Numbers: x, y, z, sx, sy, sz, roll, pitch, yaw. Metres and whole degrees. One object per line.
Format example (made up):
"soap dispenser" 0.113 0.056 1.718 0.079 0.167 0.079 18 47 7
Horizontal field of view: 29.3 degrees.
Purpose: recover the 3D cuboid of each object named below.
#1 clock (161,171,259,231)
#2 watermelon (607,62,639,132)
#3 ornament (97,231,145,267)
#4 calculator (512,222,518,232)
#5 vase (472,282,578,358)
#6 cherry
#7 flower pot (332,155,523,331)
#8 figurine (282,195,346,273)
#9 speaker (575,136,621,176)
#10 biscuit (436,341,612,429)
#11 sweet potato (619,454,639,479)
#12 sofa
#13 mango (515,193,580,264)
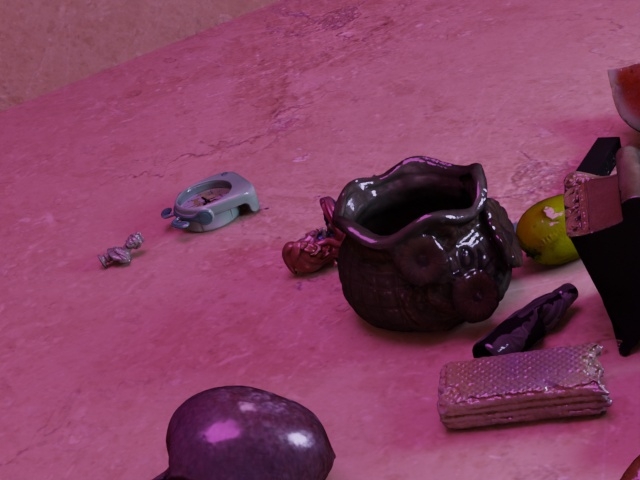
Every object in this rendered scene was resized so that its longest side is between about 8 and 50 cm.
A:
"clock" -0.230 -0.072 2.510 0.188 0.060 0.148 -24 29 -16
"watermelon" 0.676 -0.264 2.281 0.256 0.176 0.260 -22 9 -32
"ornament" -0.396 0.022 2.444 0.068 0.041 0.092 7 44 48
"calculator" 0.397 -0.018 2.112 0.153 0.021 0.095 -3 29 22
"vase" 0.316 0.125 1.841 0.211 0.060 0.060 -34 32 -30
"cherry" -0.112 0.289 1.629 0.266 0.183 0.213 -3 34 -8
"flower pot" 0.171 0.010 1.969 0.302 0.213 0.302 -13 26 7
"figurine" 0.010 0.004 2.206 0.157 0.114 0.126 -52 -1 -10
"speaker" 0.503 -0.131 2.249 0.046 0.040 0.191 1 32 32
"biscuit" 0.282 0.206 1.706 0.239 0.062 0.108 -9 29 15
"sweet potato" 0.312 0.338 1.440 0.281 0.059 0.067 -30 65 -19
"sofa" 0.474 0.007 1.773 0.182 0.258 0.200 -21 23 19
"mango" 0.406 -0.028 2.021 0.178 0.100 0.119 -26 59 -13
